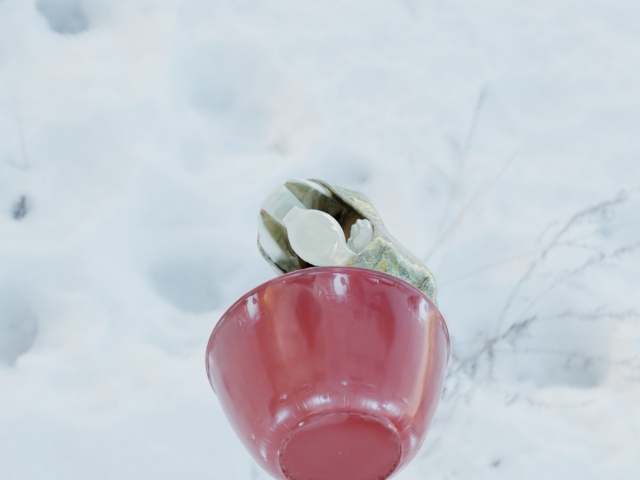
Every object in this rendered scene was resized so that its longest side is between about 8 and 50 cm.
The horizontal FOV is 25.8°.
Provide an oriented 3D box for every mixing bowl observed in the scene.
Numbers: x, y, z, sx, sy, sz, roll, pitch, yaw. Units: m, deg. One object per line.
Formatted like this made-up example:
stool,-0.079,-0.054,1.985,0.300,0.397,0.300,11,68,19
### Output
mixing bowl,0.010,0.116,0.991,0.181,0.181,0.098,16,36,-19

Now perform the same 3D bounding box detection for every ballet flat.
ballet flat,0.000,0.000,1.299,0.123,0.123,0.348,12,13,-23
